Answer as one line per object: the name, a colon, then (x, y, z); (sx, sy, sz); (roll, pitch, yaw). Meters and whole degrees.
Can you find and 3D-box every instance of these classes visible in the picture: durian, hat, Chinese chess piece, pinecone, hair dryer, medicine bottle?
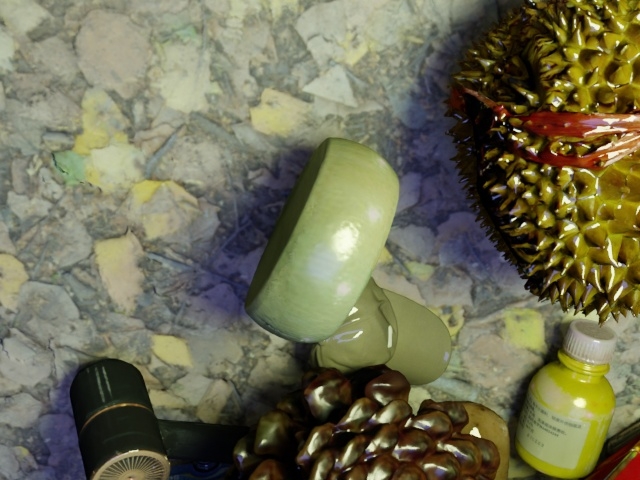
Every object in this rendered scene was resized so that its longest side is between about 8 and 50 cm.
durian: (0.296, -0.112, 0.953); (0.347, 0.347, 0.384); (8, 112, -7)
hat: (0.087, 0.153, 1.172); (0.173, 0.144, 0.166); (26, 112, 10)
Chinese chess piece: (0.000, 0.000, 1.026); (0.101, 0.250, 0.250); (25, 109, -9)
pinecone: (0.043, 0.350, 1.085); (0.398, 0.398, 0.398); (-2, 113, -4)
hair dryer: (-0.172, 0.273, 1.211); (0.352, 0.189, 0.107); (15, 117, -34)
medicine bottle: (0.356, 0.219, 1.215); (0.122, 0.122, 0.212); (8, 111, -7)

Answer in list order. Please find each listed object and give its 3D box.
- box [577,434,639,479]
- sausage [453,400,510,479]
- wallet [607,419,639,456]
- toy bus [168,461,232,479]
box: (0.365, 0.389, 1.171); (0.089, 0.313, 0.197); (49, 136, 19)
sausage: (0.226, 0.461, 1.310); (0.136, 0.123, 0.501); (-23, 118, -31)
wallet: (0.522, 0.328, 1.319); (0.118, 0.039, 0.152); (-37, 113, 16)
toy bus: (-0.213, 0.374, 1.253); (0.236, 0.094, 0.079); (-8, 113, -1)
